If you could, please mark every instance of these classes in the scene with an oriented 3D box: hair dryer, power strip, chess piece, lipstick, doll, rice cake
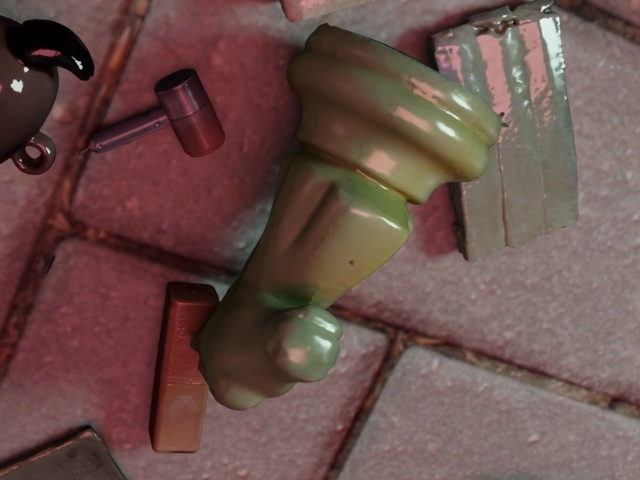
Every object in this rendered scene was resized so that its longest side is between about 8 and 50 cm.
[{"bbox_3d":[-0.139,-0.086,0.883,0.114,0.037,0.063,-21,117,3],"label":"hair dryer"},{"bbox_3d":[-0.251,0.289,0.991,0.213,0.064,0.198,-28,118,-3],"label":"power strip"},{"bbox_3d":[0.000,0.000,0.850,0.176,0.176,0.298,28,92,-23],"label":"chess piece"},{"bbox_3d":[-0.118,0.111,0.961,0.045,0.045,0.145,3,111,-18],"label":"lipstick"},{"bbox_3d":[-0.282,-0.143,0.770,0.182,0.117,0.257,-36,115,25],"label":"doll"},{"bbox_3d":[0.157,-0.094,0.952,0.124,0.038,0.211,-20,115,-6],"label":"rice cake"}]

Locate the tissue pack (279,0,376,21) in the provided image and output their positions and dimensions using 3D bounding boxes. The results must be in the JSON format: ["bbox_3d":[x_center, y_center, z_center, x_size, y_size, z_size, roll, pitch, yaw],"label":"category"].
[{"bbox_3d":[0.017,-0.337,0.794,0.170,0.071,0.325,-15,115,-5],"label":"tissue pack"}]
